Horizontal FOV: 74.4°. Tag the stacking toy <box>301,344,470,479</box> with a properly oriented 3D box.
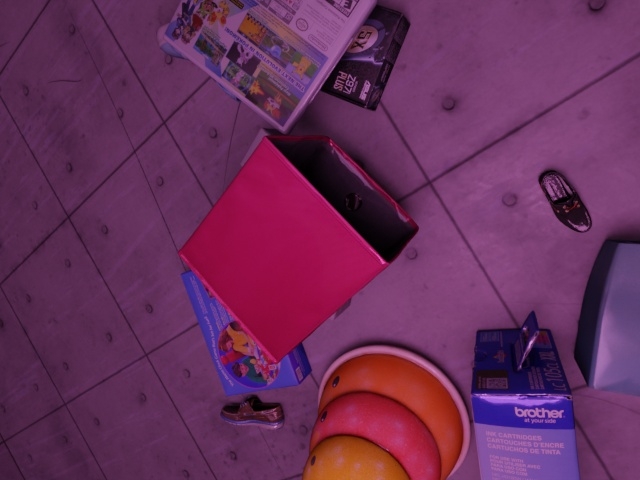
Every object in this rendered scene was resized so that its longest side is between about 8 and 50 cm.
[{"bbox_3d":[0.080,0.438,0.785,0.351,0.480,0.350,5,102,23],"label":"stacking toy"}]

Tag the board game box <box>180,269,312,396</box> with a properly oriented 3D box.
[{"bbox_3d":[-0.192,0.208,1.079,0.234,0.078,0.346,-18,93,26],"label":"board game box"}]

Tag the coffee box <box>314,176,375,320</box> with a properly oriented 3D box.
[{"bbox_3d":[0.000,0.000,0.929,0.168,0.119,0.296,16,107,20],"label":"coffee box"}]

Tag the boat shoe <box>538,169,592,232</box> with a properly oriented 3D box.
[{"bbox_3d":[0.443,-0.068,0.764,0.049,0.042,0.133,-35,87,24],"label":"boat shoe"}]

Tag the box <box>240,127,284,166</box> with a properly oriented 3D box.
[{"bbox_3d":[-0.103,-0.184,0.954,0.102,0.087,0.101,42,114,11],"label":"box"}]

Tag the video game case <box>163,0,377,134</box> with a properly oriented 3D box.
[{"bbox_3d":[-0.109,-0.426,0.818,0.329,0.036,0.300,39,110,3],"label":"video game case"}]

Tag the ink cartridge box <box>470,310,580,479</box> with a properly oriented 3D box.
[{"bbox_3d":[0.362,0.332,0.755,0.151,0.270,0.394,-8,98,23],"label":"ink cartridge box"}]

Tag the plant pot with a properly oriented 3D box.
[{"bbox_3d":[0.534,0.118,0.701,0.166,0.165,0.234,3,94,23],"label":"plant pot"}]

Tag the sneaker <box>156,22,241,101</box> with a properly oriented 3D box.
[{"bbox_3d":[-0.215,-0.391,0.935,0.366,0.135,0.149,14,103,22],"label":"sneaker"}]

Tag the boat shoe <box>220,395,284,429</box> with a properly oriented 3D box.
[{"bbox_3d":[-0.185,0.457,1.141,0.184,0.066,0.066,1,96,14],"label":"boat shoe"}]

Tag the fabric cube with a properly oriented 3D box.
[{"bbox_3d":[-0.025,-0.001,0.733,0.254,0.259,0.258,46,115,7],"label":"fabric cube"}]

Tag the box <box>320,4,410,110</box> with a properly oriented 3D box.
[{"bbox_3d":[0.071,-0.372,0.844,0.148,0.077,0.180,28,110,16],"label":"box"}]
